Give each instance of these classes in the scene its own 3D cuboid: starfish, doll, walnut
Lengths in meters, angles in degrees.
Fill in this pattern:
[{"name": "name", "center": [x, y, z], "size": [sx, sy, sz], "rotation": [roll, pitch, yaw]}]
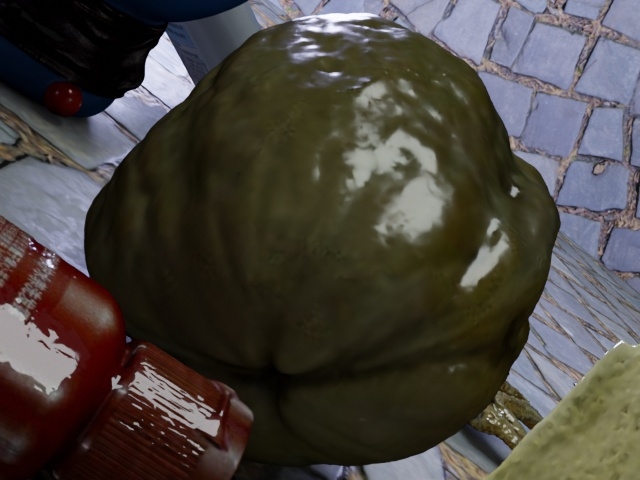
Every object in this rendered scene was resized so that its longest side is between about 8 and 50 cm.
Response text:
[{"name": "starfish", "center": [0.111, 0.106, 0.923], "size": [0.247, 0.050, 0.138], "rotation": [42, 12, 2]}, {"name": "doll", "center": [-0.150, -0.253, 0.849], "size": [0.240, 0.310, 0.284], "rotation": [49, 17, 30]}, {"name": "walnut", "center": [0.000, 0.000, 0.605], "size": [0.283, 0.227, 0.283], "rotation": [-3, 27, 2]}]

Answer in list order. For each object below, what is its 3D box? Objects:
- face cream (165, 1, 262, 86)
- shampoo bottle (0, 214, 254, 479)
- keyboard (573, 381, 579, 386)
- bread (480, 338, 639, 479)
[{"name": "face cream", "center": [-0.123, -0.240, 1.068], "size": [0.163, 0.080, 0.336], "rotation": [42, -17, 54]}, {"name": "shampoo bottle", "center": [-0.172, 0.011, 0.429], "size": [0.314, 0.076, 0.118], "rotation": [36, 13, -14]}, {"name": "keyboard", "center": [0.340, 0.225, 1.211], "size": [0.067, 0.011, 0.202], "rotation": [34, 14, -25]}, {"name": "bread", "center": [0.246, 0.218, 0.641], "size": [0.236, 0.198, 0.263], "rotation": [40, 13, -30]}]
